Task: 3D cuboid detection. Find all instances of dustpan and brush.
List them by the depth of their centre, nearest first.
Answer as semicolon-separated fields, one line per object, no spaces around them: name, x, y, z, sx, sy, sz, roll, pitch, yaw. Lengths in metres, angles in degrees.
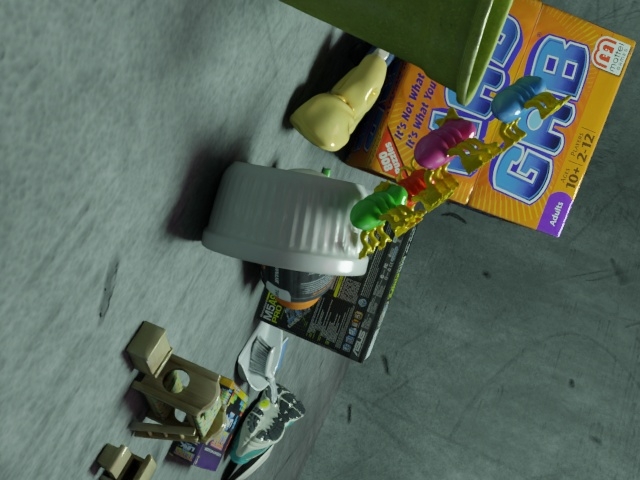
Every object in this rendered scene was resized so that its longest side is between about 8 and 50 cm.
dustpan and brush;-0.106;0.250;1.352;0.211;0.060;0.147;99;17;-45

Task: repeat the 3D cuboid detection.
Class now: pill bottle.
pill bottle;-0.034;0.012;1.093;0.246;0.130;0.130;95;20;-54

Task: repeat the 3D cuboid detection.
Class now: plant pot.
plant pot;0.088;-0.318;0.763;0.276;0.253;0.276;20;90;-78

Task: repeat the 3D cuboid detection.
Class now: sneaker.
sneaker;-0.121;0.399;1.530;0.110;0.107;0.275;-52;169;19

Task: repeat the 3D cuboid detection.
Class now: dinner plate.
dinner plate;-0.151;0.493;1.525;0.141;0.017;0.141;-40;178;-2

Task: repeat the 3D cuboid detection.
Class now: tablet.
tablet;-0.093;0.264;1.576;0.054;0.006;0.083;-44;152;-64

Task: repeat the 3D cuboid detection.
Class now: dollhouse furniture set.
dollhouse furniture set;-0.189;0.218;0.818;0.182;0.101;0.161;93;22;-57

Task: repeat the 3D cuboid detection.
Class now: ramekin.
ramekin;-0.036;-0.030;0.855;0.207;0.207;0.109;-9;109;-77

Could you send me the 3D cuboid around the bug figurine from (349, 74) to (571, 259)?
bug figurine;0.135;-0.087;0.781;0.216;0.072;0.279;-33;174;-45

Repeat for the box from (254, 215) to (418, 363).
box;0.028;0.052;1.234;0.060;0.216;0.270;-9;119;-75

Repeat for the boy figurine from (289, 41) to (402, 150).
boy figurine;0.040;-0.229;1.100;0.177;0.092;0.285;-42;-171;49

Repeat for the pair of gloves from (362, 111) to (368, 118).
pair of gloves;0.042;-0.209;1.187;0.074;0.083;0.010;-43;124;-16

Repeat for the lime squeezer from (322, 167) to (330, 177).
lime squeezer;0.000;0.000;1.414;0.310;0.058;0.110;96;19;-50

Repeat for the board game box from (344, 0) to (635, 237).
board game box;0.291;-0.248;1.326;0.356;0.356;0.357;-124;-127;-81

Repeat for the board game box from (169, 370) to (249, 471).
board game box;-0.179;0.303;1.151;0.170;0.048;0.141;80;32;-68

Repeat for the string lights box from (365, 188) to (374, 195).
string lights box;0.078;0.011;1.733;0.133;0.076;0.260;88;26;-62
